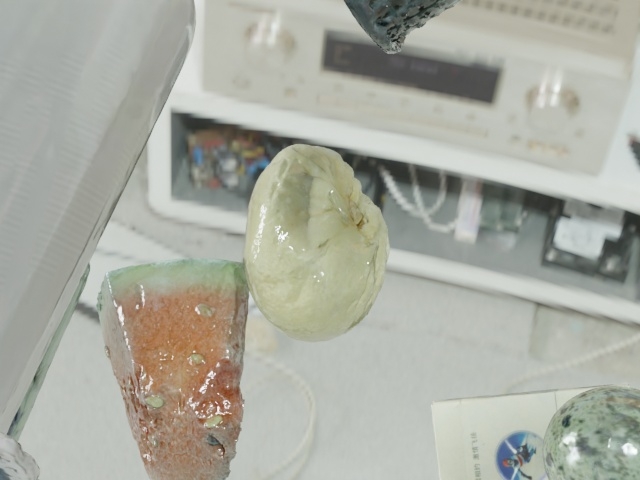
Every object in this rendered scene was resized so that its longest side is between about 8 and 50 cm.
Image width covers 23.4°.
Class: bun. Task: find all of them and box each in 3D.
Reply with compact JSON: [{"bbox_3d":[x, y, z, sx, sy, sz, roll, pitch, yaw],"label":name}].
[{"bbox_3d":[0.000,0.000,1.465,0.111,0.164,0.188,-18,49,35],"label":"bun"}]

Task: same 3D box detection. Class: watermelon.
[{"bbox_3d":[-0.149,0.147,1.607,0.139,0.193,0.257,0,66,-19],"label":"watermelon"}]

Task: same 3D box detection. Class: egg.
[{"bbox_3d":[0.290,0.208,1.447,0.172,0.132,0.132,22,50,-16],"label":"egg"}]

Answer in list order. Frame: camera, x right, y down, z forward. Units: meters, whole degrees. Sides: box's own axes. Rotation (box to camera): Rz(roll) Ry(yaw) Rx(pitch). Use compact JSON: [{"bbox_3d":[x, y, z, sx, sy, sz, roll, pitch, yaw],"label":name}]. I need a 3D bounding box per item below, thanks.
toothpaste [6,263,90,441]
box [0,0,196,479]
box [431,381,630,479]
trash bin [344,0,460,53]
[{"bbox_3d":[-0.214,0.132,0.874,0.098,0.392,0.061,16,13,-41],"label":"toothpaste"},{"bbox_3d":[-0.185,-0.057,0.554,0.291,0.262,0.206,40,64,-29],"label":"box"},{"bbox_3d":[0.280,0.277,1.990,0.256,0.069,0.164,-6,86,11],"label":"box"},{"bbox_3d":[0.082,-0.226,0.982,0.161,0.175,0.175,-19,51,16],"label":"trash bin"}]
